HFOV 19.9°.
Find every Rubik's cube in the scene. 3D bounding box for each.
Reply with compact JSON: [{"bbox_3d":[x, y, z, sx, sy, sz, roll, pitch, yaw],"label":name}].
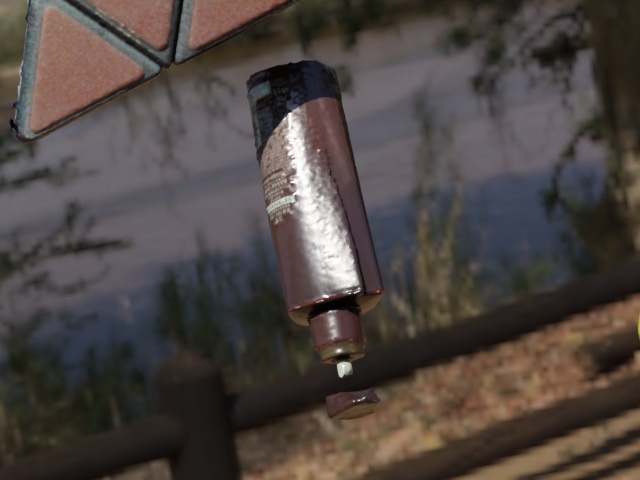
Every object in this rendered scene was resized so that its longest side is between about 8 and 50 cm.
[{"bbox_3d":[-0.104,-0.226,1.119,0.229,0.228,0.233,-29,0,30],"label":"Rubik's cube"}]

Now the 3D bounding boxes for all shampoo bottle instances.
[{"bbox_3d":[0.002,-0.001,1.189,0.067,0.236,0.068,-12,-14,4],"label":"shampoo bottle"}]

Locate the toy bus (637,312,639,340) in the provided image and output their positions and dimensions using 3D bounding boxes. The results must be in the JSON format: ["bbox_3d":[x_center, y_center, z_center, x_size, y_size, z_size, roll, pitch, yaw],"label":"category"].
[{"bbox_3d":[0.325,0.006,0.882,0.330,0.152,0.144,-19,53,-10],"label":"toy bus"}]
